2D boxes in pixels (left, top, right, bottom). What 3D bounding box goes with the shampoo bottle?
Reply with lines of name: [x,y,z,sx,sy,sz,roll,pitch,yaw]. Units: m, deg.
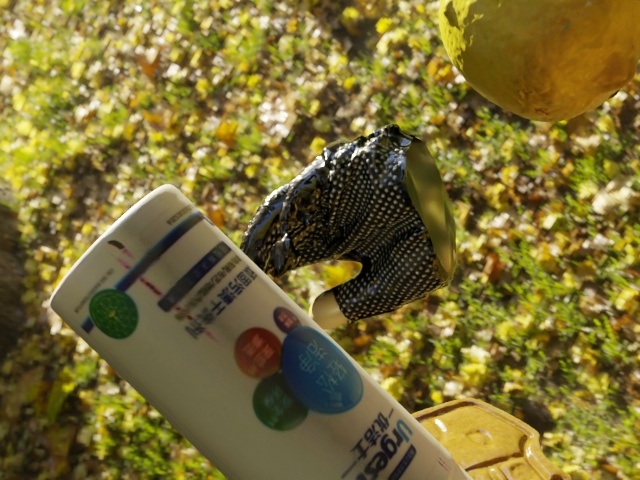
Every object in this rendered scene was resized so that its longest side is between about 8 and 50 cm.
shampoo bottle: [-0.001,0.106,0.512,0.303,0.092,0.092,45,108,0]

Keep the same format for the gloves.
gloves: [-0.001,-0.003,0.712,0.180,0.129,0.106,-12,63,25]

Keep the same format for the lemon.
lemon: [0.210,-0.216,0.938,0.192,0.192,0.231,-46,59,18]

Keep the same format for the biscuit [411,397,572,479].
biscuit: [0.116,0.208,0.785,0.215,0.182,0.034,-127,27,-53]
